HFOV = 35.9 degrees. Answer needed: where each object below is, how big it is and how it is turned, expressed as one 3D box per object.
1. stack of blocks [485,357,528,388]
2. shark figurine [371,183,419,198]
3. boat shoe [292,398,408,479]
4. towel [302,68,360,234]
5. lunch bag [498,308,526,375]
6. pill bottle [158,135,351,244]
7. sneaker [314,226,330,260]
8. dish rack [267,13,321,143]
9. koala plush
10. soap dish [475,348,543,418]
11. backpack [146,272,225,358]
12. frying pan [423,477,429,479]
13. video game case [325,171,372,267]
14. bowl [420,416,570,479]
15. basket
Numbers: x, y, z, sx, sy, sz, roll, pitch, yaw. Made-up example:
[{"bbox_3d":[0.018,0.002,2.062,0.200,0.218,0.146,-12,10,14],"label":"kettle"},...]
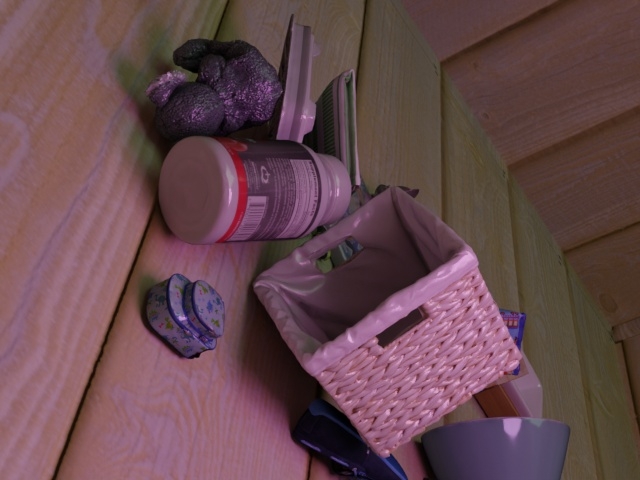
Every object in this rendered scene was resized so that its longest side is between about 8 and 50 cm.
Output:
[{"bbox_3d":[0.306,0.310,2.213,0.297,0.171,0.087,-7,72,-46],"label":"stack of blocks"},{"bbox_3d":[0.184,-0.098,2.355,0.278,0.116,0.166,61,6,-62],"label":"shark figurine"},{"bbox_3d":[0.049,0.371,1.747,0.258,0.089,0.109,42,5,-23],"label":"boat shoe"},{"bbox_3d":[0.014,-0.167,1.934,0.325,0.038,0.247,134,-45,-69],"label":"towel"},{"bbox_3d":[0.271,0.181,2.122,0.293,0.221,0.138,-143,-123,-72],"label":"lunch bag"},{"bbox_3d":[-0.099,-0.084,1.670,0.319,0.176,0.176,-3,69,-47],"label":"pill bottle"},{"bbox_3d":[0.000,0.000,2.058,0.035,0.031,0.083,25,46,-55],"label":"sneaker"},{"bbox_3d":[-0.056,-0.242,1.911,0.072,0.285,0.332,11,44,-6],"label":"dish rack"},{"bbox_3d":[-0.201,-0.239,1.712,0.221,0.203,0.196,-36,118,-44],"label":"koala plush"},{"bbox_3d":[0.467,0.354,2.568,0.290,0.118,0.229,57,25,-17],"label":"soap dish"},{"bbox_3d":[-0.200,0.106,1.490,0.114,0.084,0.105,43,30,-35],"label":"backpack"},{"bbox_3d":[0.264,0.591,1.910,0.326,0.053,0.197,47,5,28],"label":"frying pan"},{"bbox_3d":[0.072,-0.034,2.231,0.328,0.036,0.300,66,24,3],"label":"video game case"},{"bbox_3d":[0.371,0.479,2.050,0.311,0.312,0.163,31,50,-52],"label":"bowl"},{"bbox_3d":[0.111,0.132,1.711,0.266,0.328,0.331,58,-3,-30],"label":"basket"}]
